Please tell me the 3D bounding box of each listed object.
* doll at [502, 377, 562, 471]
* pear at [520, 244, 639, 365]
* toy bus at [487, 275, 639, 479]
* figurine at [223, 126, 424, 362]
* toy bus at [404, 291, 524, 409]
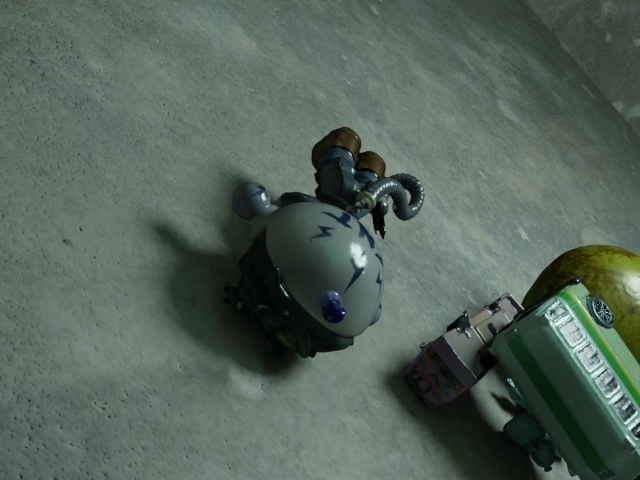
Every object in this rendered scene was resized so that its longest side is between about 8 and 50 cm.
[{"bbox_3d":[0.335,0.284,1.337,0.159,0.059,0.159,19,40,-40],"label":"doll"},{"bbox_3d":[0.471,0.146,1.459,0.284,0.283,0.283,31,32,-22],"label":"pear"},{"bbox_3d":[0.367,0.208,1.213,0.165,0.134,0.276,-19,73,-48],"label":"toy bus"},{"bbox_3d":[-0.004,-0.001,1.158,0.261,0.186,0.382,31,36,-12],"label":"figurine"},{"bbox_3d":[0.230,0.159,1.307,0.090,0.112,0.274,52,31,14],"label":"toy bus"}]
